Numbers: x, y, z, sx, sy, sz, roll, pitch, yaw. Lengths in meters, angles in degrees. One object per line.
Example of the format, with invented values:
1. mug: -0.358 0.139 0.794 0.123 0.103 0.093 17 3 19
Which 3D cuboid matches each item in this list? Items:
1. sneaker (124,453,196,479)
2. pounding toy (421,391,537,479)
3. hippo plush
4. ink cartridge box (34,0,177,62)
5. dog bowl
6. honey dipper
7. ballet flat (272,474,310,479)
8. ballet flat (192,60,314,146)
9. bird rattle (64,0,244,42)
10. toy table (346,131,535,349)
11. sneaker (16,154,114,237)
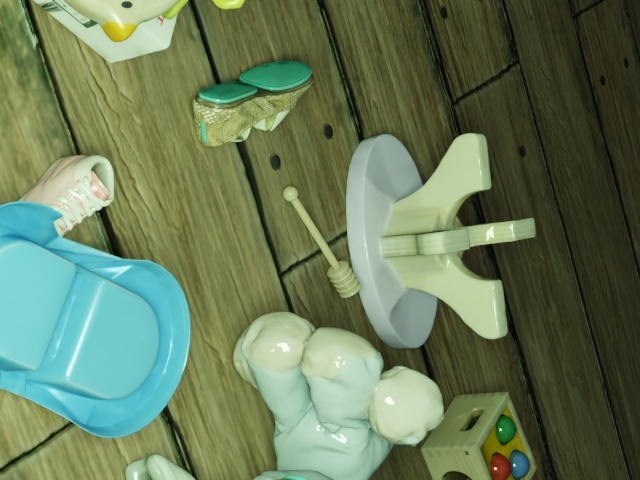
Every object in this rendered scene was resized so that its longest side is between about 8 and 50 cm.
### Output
1. sneaker: -0.178 0.324 1.314 0.118 0.110 0.292 52 36 -25
2. pounding toy: 0.219 0.336 1.881 0.181 0.094 0.206 -47 121 -49
3. hippo plush: -0.026 0.230 1.504 0.236 0.234 0.294 -61 176 -19
4. ink cartridge box: -0.223 -0.291 1.380 0.203 0.086 0.148 38 54 -45
5. dog bowl: -0.240 0.070 1.264 0.297 0.074 0.166 32 73 -48
6. honey dipper: 0.000 0.000 1.692 0.161 0.030 0.030 59 40 -27
7. ballet flat: -0.065 0.355 1.336 0.124 0.116 0.342 -42 162 -39
8. ballet flat: -0.078 -0.151 1.595 0.206 0.073 0.067 -26 132 -52
9. bird rattle: -0.169 -0.298 1.281 0.207 0.143 0.253 -51 122 -26
10. toy table: 0.146 -0.004 1.791 0.252 0.161 0.274 -28 107 -54
11. sneaker: -0.238 -0.032 1.319 0.051 0.070 0.134 58 42 -34
